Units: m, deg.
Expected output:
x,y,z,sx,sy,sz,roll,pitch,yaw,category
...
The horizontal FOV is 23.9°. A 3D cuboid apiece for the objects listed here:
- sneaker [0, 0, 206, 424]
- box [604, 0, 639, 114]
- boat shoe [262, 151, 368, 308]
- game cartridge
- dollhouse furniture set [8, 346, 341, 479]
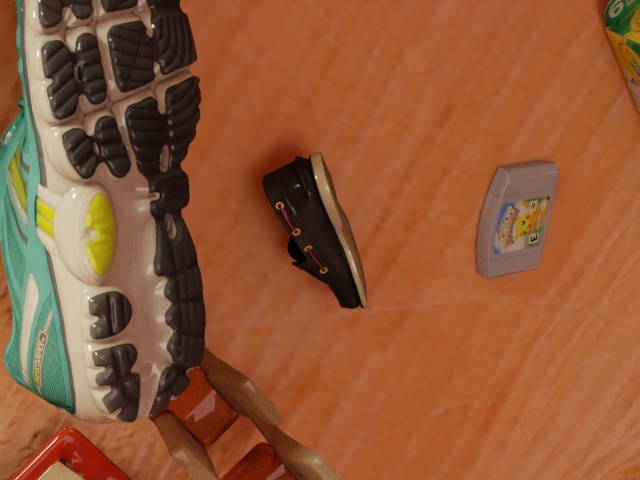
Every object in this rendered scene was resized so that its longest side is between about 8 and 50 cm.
x,y,z,sx,sy,sz,roll,pitch,yaw,category
-0.131,-0.041,0.766,0.107,0.110,0.275,-13,106,-52,sneaker
0.266,-0.132,1.062,0.105,0.043,0.179,-44,132,-9,box
0.000,-0.001,0.935,0.042,0.049,0.133,-18,138,6,boat shoe
0.135,-0.013,1.049,0.056,0.017,0.083,-9,120,-30,game cartridge
-0.106,0.219,0.950,0.262,0.135,0.259,-44,122,-8,dollhouse furniture set
